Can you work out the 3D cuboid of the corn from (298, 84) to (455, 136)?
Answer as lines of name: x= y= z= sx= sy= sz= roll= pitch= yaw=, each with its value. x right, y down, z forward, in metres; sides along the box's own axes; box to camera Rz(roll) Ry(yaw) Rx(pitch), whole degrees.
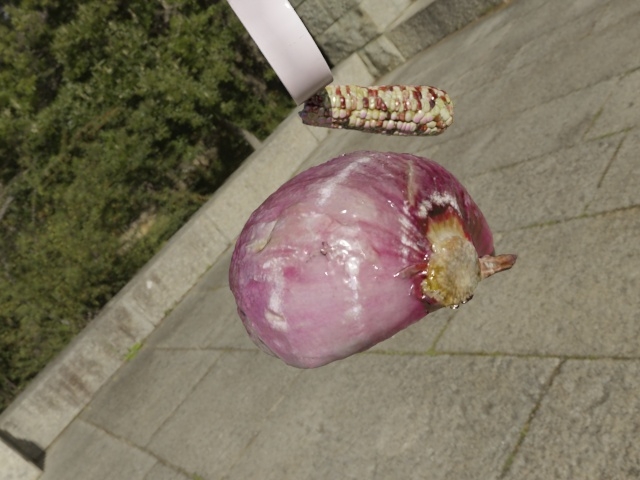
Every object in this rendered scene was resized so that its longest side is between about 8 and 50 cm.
corn: x=0.100 y=-0.228 z=1.082 sx=0.281 sy=0.092 sz=0.092 roll=1 pitch=9 yaw=-15

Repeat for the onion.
onion: x=0.000 y=0.000 z=0.668 sx=0.267 sy=0.159 sz=0.349 roll=-27 pitch=12 yaw=-36

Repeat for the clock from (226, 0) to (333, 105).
clock: x=-0.061 y=-0.298 z=0.919 sx=0.068 sy=0.197 sz=0.197 roll=-34 pitch=17 yaw=5
